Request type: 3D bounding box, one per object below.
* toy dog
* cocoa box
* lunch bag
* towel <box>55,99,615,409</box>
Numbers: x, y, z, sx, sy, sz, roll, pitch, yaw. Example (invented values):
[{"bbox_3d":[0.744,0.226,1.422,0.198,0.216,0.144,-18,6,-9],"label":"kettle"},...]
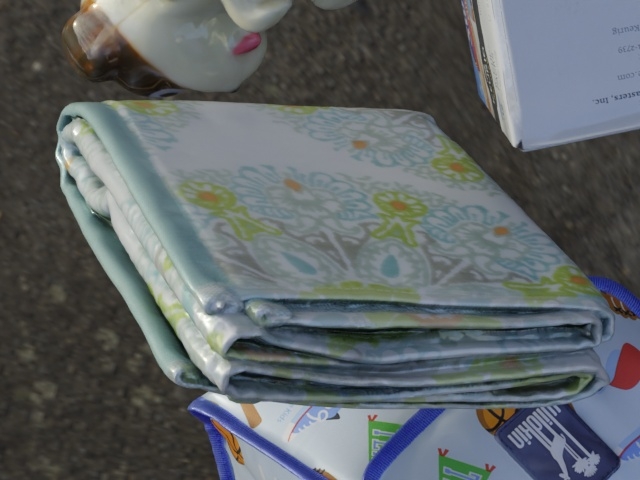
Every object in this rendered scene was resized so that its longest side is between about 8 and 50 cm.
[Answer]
[{"bbox_3d":[-0.144,-0.331,1.776,0.395,0.284,0.408,22,124,18],"label":"toy dog"},{"bbox_3d":[0.278,-0.225,1.289,0.347,0.228,0.231,-11,105,0],"label":"cocoa box"},{"bbox_3d":[0.132,0.177,1.517,0.328,0.239,0.385,-39,44,-22],"label":"lunch bag"},{"bbox_3d":[0.000,0.000,1.274,0.374,0.321,0.090,-127,45,-53],"label":"towel"}]
